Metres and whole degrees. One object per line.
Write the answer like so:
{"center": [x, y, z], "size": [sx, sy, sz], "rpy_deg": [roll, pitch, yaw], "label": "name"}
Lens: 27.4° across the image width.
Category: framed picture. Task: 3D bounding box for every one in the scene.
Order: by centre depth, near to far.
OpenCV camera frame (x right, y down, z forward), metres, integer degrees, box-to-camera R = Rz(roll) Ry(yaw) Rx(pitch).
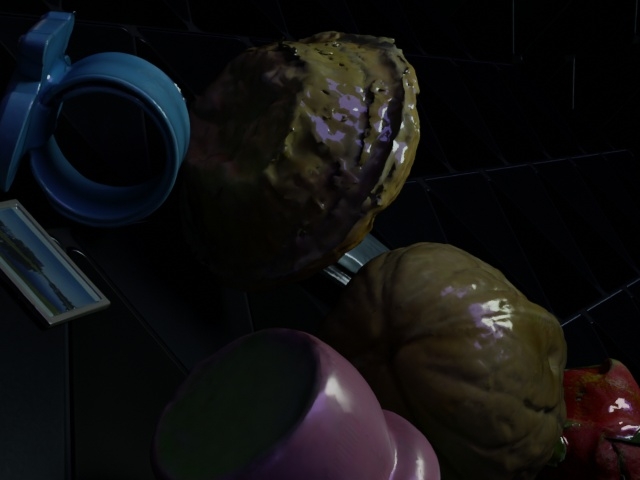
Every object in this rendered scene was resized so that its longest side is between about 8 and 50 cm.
{"center": [-0.281, 0.020, 1.273], "size": [0.149, 0.011, 0.109], "rpy_deg": [46, 22, 9], "label": "framed picture"}

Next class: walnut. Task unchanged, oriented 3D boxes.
{"center": [0.135, 0.146, 1.425], "size": [0.277, 0.252, 0.313], "rpy_deg": [41, 6, 28], "label": "walnut"}

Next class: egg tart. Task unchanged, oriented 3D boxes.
{"center": [-0.048, -0.112, 1.480], "size": [0.150, 0.352, 0.352], "rpy_deg": [34, 22, -38], "label": "egg tart"}

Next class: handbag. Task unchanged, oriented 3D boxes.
{"center": [0.002, 0.002, 1.729], "size": [0.332, 0.075, 0.191], "rpy_deg": [33, 19, -14], "label": "handbag"}

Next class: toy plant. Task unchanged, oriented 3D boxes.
{"center": [0.019, 0.232, 1.140], "size": [0.356, 0.210, 0.317], "rpy_deg": [46, 16, -28], "label": "toy plant"}

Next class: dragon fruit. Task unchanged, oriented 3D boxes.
{"center": [0.304, 0.260, 1.593], "size": [0.198, 0.269, 0.200], "rpy_deg": [5, 66, -26], "label": "dragon fruit"}

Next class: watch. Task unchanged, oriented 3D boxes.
{"center": [-0.234, -0.119, 1.375], "size": [0.193, 0.211, 0.211], "rpy_deg": [20, 25, -6], "label": "watch"}
